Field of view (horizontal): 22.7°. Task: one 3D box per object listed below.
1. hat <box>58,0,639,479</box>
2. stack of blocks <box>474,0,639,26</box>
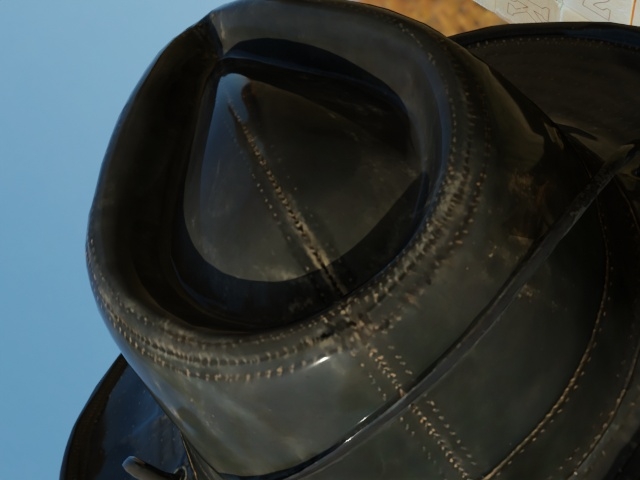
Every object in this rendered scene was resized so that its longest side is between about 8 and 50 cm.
[{"bbox_3d":[0.000,0.000,0.530,0.134,0.331,0.331,48,-161,-33],"label":"hat"},{"bbox_3d":[0.164,-0.189,0.860,0.297,0.171,0.087,36,157,23],"label":"stack of blocks"}]
